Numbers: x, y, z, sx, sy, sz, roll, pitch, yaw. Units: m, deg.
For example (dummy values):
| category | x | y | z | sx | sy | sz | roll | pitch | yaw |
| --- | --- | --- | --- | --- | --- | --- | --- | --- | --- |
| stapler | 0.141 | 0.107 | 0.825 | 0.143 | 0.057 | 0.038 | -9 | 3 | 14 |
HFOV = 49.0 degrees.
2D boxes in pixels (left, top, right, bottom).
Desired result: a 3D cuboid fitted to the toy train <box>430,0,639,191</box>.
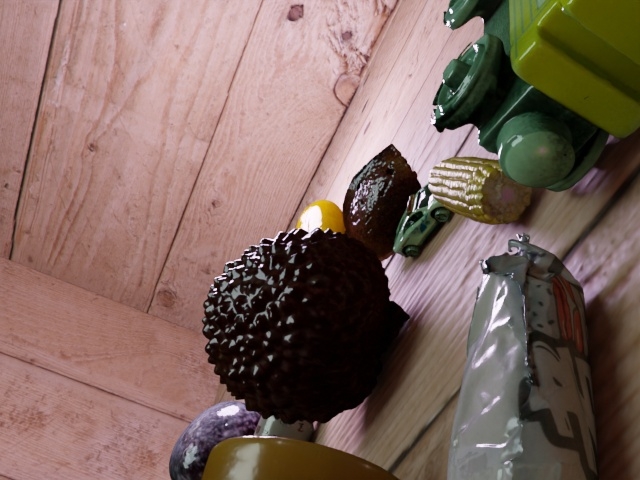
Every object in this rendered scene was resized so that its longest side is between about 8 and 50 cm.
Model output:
| category | x | y | z | sx | sy | sz | roll | pitch | yaw |
| --- | --- | --- | --- | --- | --- | --- | --- | --- | --- |
| toy train | 0.259 | -0.248 | 0.732 | 0.272 | 0.179 | 0.442 | -52 | 16 | 41 |

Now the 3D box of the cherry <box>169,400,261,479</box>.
| category | x | y | z | sx | sy | sz | roll | pitch | yaw |
| --- | --- | --- | --- | --- | --- | --- | --- | --- | --- |
| cherry | -0.245 | 0.528 | 1.698 | 0.296 | 0.218 | 0.255 | -56 | 0 | -22 |

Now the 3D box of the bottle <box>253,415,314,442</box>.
| category | x | y | z | sx | sy | sz | roll | pitch | yaw |
| --- | --- | --- | --- | --- | --- | --- | --- | --- | --- |
| bottle | -0.073 | 0.379 | 1.361 | 0.110 | 0.109 | 0.234 | 167 | 126 | -80 |

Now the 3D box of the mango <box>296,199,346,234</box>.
| category | x | y | z | sx | sy | sz | roll | pitch | yaw |
| --- | --- | --- | --- | --- | --- | --- | --- | --- | --- |
| mango | 0.000 | 0.000 | 1.855 | 0.177 | 0.119 | 0.317 | -54 | 19 | 27 |

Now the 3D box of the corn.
| category | x | y | z | sx | sy | sz | roll | pitch | yaw |
| --- | --- | --- | --- | --- | --- | --- | --- | --- | --- |
| corn | 0.199 | -0.067 | 0.905 | 0.248 | 0.081 | 0.081 | -124 | 57 | -80 |

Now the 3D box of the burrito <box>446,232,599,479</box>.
| category | x | y | z | sx | sy | sz | roll | pitch | yaw |
| --- | --- | --- | --- | --- | --- | --- | --- | --- | --- |
| burrito | 0.157 | 0.145 | 0.549 | 0.139 | 0.101 | 0.446 | 117 | 172 | -52 |

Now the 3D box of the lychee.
| category | x | y | z | sx | sy | sz | roll | pitch | yaw |
| --- | --- | --- | --- | --- | --- | --- | --- | --- | --- |
| lychee | -0.025 | 0.128 | 1.108 | 0.306 | 0.330 | 0.306 | 2 | -90 | -76 |

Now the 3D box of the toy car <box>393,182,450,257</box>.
| category | x | y | z | sx | sy | sz | roll | pitch | yaw |
| --- | --- | --- | --- | --- | --- | --- | --- | --- | --- |
| toy car | 0.167 | -0.048 | 1.140 | 0.186 | 0.058 | 0.093 | 122 | 169 | -50 |

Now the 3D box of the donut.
| category | x | y | z | sx | sy | sz | roll | pitch | yaw |
| --- | --- | --- | --- | --- | --- | --- | --- | --- | --- |
| donut | 0.110 | -0.058 | 1.288 | 0.186 | 0.144 | 0.126 | -41 | 35 | 8 |

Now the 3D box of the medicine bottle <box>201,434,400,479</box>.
| category | x | y | z | sx | sy | sz | roll | pitch | yaw |
| --- | --- | --- | --- | --- | --- | --- | --- | --- | --- |
| medicine bottle | -0.034 | 0.357 | 0.735 | 0.238 | 0.237 | 0.232 | 125 | 163 | -55 |
